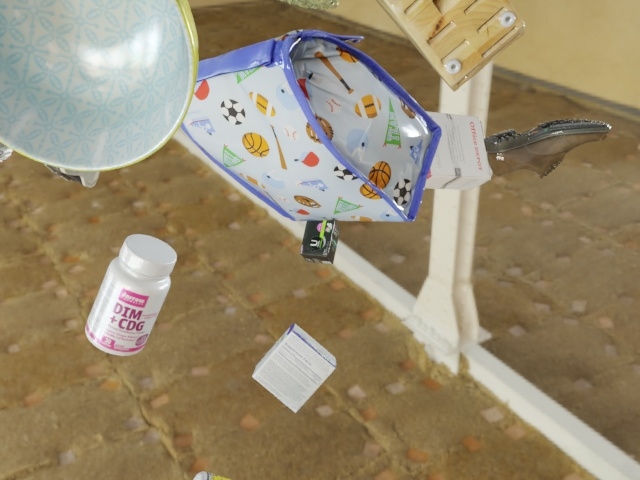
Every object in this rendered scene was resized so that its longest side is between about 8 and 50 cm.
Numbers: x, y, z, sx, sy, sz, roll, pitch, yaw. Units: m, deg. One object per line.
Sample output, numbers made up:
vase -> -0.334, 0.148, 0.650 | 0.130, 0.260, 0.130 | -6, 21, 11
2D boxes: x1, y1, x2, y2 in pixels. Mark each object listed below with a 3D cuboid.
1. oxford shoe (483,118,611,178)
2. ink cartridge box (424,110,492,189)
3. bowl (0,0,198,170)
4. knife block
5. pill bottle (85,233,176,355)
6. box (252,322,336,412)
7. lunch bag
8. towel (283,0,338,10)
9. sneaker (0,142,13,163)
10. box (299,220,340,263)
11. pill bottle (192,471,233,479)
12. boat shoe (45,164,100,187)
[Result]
oxford shoe -> 0.420, -0.168, 1.329 | 0.227, 0.096, 0.083 | -12, -163, 7
ink cartridge box -> 0.268, -0.203, 1.641 | 0.217, 0.159, 0.092 | 0, 164, -26
bowl -> -0.266, -0.240, 0.808 | 0.289, 0.289, 0.156 | 1, -143, 4
knife block -> 0.058, -0.302, 0.706 | 0.088, 0.275, 0.242 | -39, -151, 13
pill bottle -> -0.477, 0.137, 1.832 | 0.160, 0.283, 0.160 | 23, -159, -9
box -> -0.056, 0.274, 1.564 | 0.126, 0.137, 0.072 | 41, -172, -3
lunch bag -> -0.033, -0.207, 1.257 | 0.327, 0.385, 0.239 | -2, -116, 45
towel -> -0.052, -0.295, 0.752 | 0.148, 0.027, 0.110 | 6, -117, -24
sneaker -> -0.743, -0.206, 1.473 | 0.225, 0.093, 0.088 | 4, -157, -37
box -> 0.000, 0.000, 1.490 | 0.062, 0.052, 0.083 | 5, -109, 18
pill bottle -> -0.148, 0.488, 1.291 | 0.184, 0.103, 0.103 | 22, -154, -14
boat shoe -> -0.519, -0.161, 1.510 | 0.065, 0.075, 0.206 | 15, 176, 4
